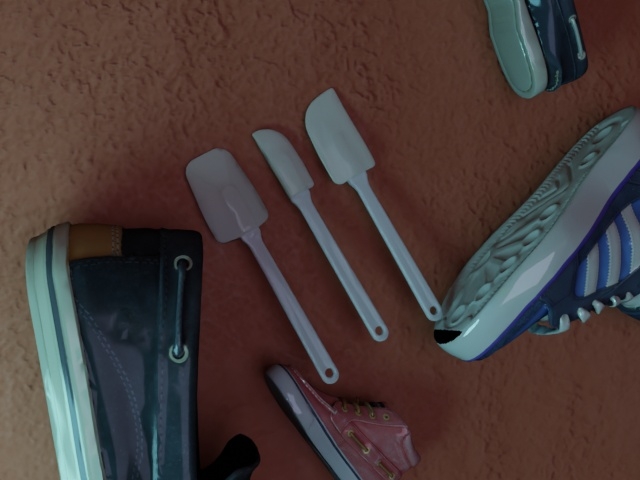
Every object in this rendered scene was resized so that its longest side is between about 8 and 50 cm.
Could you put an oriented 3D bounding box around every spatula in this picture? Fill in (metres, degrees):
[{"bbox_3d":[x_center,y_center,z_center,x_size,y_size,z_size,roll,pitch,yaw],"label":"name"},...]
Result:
[{"bbox_3d":[0.000,0.000,0.875,0.168,0.019,0.242,-30,93,-19],"label":"spatula"}]

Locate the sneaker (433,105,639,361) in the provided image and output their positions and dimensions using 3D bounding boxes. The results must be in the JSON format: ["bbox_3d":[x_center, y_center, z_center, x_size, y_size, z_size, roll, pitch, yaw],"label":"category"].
[{"bbox_3d":[0.290,0.051,0.925,0.236,0.130,0.323,45,75,-11],"label":"sneaker"}]

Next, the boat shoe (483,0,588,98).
[{"bbox_3d":[0.195,-0.265,0.890,0.079,0.095,0.254,-22,102,-13],"label":"boat shoe"}]

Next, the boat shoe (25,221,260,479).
[{"bbox_3d":[-0.121,0.222,0.786,0.156,0.187,0.500,-11,92,-11],"label":"boat shoe"}]

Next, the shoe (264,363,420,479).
[{"bbox_3d":[0.023,0.168,0.889,0.081,0.063,0.178,-38,109,-13],"label":"shoe"}]
